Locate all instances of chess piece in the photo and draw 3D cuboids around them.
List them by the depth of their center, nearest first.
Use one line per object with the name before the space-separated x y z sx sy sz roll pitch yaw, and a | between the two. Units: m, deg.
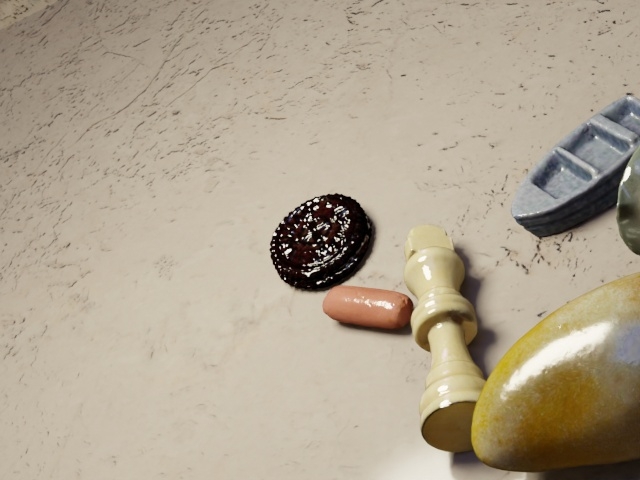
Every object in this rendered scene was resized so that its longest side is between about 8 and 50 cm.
chess piece | 0.182 0.120 1.678 0.117 0.117 0.397 -21 42 15

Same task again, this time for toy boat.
toy boat | 0.417 -0.111 1.766 0.283 0.078 0.127 -40 42 -5

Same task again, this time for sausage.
sausage | 0.074 0.106 1.798 0.154 0.062 0.062 5 55 36

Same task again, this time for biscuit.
biscuit | 0.000 0.000 1.951 0.194 0.053 0.195 -18 44 18

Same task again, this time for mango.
mango | 0.365 0.177 1.437 0.384 0.199 0.222 -33 63 9

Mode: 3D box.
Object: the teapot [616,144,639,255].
teapot | 0.600 -0.032 1.474 0.300 0.253 0.344 -16 26 -31
